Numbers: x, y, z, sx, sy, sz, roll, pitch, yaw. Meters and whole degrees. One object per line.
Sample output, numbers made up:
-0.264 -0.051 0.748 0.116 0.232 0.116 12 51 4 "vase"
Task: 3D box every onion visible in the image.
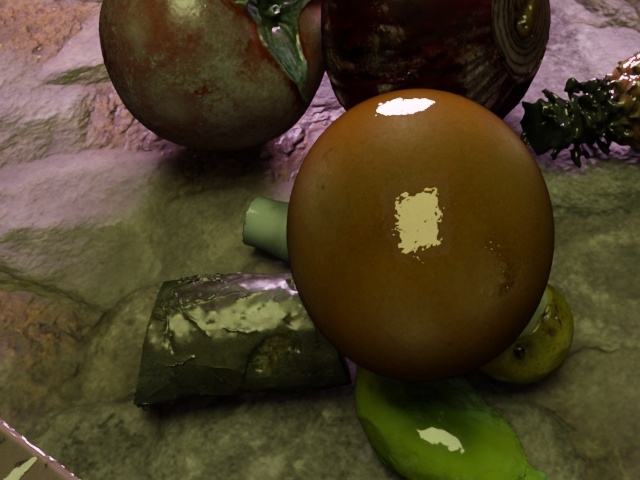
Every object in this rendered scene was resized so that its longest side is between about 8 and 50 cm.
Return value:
0.161 -0.253 1.360 0.282 0.260 0.337 -1 17 28 "onion"

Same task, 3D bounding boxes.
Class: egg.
0.104 -0.008 1.085 0.283 0.282 0.351 -3 33 5 "egg"

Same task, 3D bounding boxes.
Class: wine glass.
0.000 0.000 1.304 0.196 0.079 0.079 17 58 17 "wine glass"

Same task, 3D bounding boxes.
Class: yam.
-0.097 0.111 1.198 0.255 0.154 0.154 -7 53 4 "yam"

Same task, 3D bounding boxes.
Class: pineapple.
0.395 -0.180 1.347 0.279 0.157 0.157 -10 53 4 "pineapple"

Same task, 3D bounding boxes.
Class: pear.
0.225 0.110 1.181 0.141 0.104 0.141 -25 32 16 "pear"

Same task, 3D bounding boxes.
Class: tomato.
-0.140 -0.275 1.382 0.283 0.317 0.316 -15 42 45 "tomato"

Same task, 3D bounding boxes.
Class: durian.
0.124 0.197 1.128 0.139 0.101 0.250 -31 51 -17 "durian"

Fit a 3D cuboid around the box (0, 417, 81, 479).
-0.282 0.331 0.965 0.225 0.297 0.190 29 59 25 "box"
